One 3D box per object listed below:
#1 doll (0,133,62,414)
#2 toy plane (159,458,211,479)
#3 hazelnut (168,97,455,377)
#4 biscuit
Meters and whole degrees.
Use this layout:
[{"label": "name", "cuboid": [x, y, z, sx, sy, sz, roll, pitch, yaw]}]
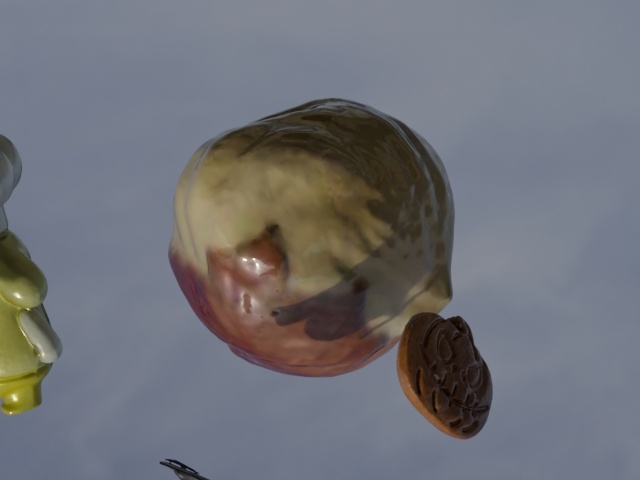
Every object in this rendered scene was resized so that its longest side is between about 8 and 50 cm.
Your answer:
[{"label": "doll", "cuboid": [-0.186, 0.013, 0.961, 0.106, 0.162, 0.062, 6, -158, 41]}, {"label": "toy plane", "cuboid": [-0.057, 0.224, 1.290, 0.053, 0.078, 0.197, 10, -174, -43]}, {"label": "hazelnut", "cuboid": [0.000, 0.000, 1.532, 0.241, 0.261, 0.261, 25, -146, 22]}, {"label": "biscuit", "cuboid": [0.084, 0.084, 1.164, 0.015, 0.091, 0.078, -11, -131, 42]}]
